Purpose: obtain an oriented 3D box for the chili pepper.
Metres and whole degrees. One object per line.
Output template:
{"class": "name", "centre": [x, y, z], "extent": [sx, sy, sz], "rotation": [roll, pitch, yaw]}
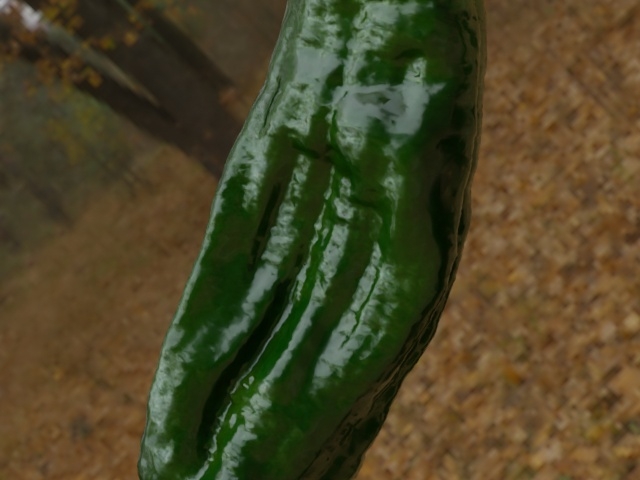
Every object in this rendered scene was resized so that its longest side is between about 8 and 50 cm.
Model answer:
{"class": "chili pepper", "centre": [-0.002, -0.001, 0.522], "extent": [0.256, 0.100, 0.074], "rotation": [-71, -18, 4]}
